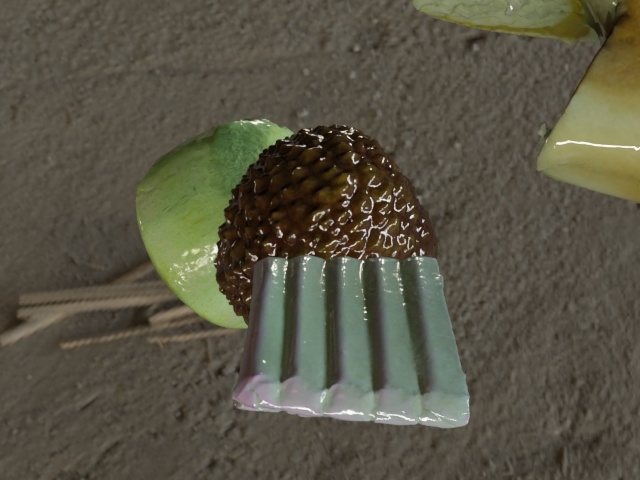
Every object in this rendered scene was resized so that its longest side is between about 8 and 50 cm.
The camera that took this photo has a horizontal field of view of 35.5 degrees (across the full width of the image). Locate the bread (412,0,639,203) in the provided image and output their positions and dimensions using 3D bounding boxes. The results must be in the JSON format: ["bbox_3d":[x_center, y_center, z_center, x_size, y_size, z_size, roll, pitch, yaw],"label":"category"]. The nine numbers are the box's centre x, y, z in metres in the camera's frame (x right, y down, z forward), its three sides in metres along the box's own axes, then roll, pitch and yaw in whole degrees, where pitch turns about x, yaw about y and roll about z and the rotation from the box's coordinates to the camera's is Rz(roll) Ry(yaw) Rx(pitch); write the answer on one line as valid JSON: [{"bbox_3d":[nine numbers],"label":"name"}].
[{"bbox_3d":[0.237,-0.175,0.683,0.332,0.160,0.333,-3,79,17],"label":"bread"}]

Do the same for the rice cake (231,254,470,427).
[{"bbox_3d":[0.023,0.073,0.802,0.189,0.037,0.198,3,30,7],"label":"rice cake"}]

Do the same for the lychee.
[{"bbox_3d":[0.000,0.000,1.160,0.267,0.267,0.268,-9,49,10],"label":"lychee"}]

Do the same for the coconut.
[{"bbox_3d":[-0.130,-0.019,1.531,0.328,0.328,0.281,-15,58,4],"label":"coconut"}]
